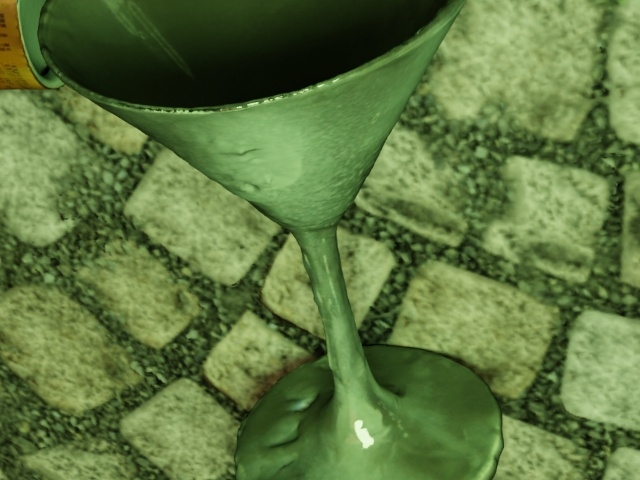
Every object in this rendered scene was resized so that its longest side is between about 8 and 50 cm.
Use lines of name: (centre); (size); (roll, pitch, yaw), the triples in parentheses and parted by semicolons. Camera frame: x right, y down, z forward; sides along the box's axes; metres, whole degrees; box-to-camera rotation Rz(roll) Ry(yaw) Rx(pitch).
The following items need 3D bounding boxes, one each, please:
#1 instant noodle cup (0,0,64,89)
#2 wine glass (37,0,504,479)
instant noodle cup: (-0.247, -0.192, 0.946); (0.182, 0.230, 0.230); (8, 127, 9)
wine glass: (0.000, 0.000, 0.985); (0.267, 0.267, 0.406); (1, 128, 20)
